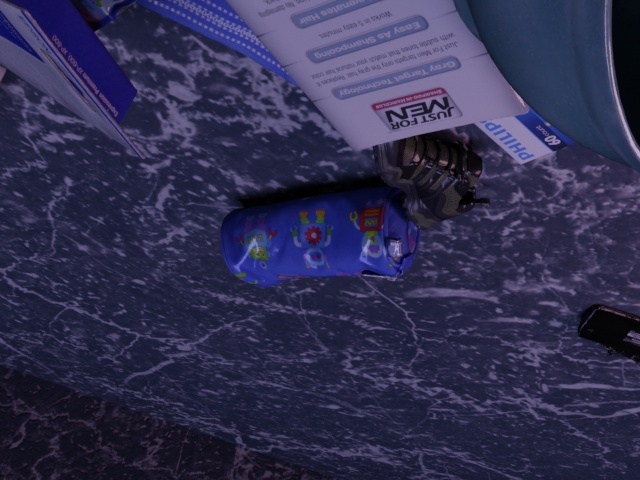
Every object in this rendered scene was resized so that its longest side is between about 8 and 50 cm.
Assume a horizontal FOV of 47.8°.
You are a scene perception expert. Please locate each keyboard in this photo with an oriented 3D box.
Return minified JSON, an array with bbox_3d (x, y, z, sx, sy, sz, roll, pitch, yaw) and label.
[{"bbox_3d":[0.520,0.159,1.212,0.192,0.038,0.100,19,126,-7],"label":"keyboard"}]

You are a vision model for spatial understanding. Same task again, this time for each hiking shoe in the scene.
[{"bbox_3d":[0.137,-0.101,0.890,0.114,0.086,0.227,-15,147,19],"label":"hiking shoe"}]

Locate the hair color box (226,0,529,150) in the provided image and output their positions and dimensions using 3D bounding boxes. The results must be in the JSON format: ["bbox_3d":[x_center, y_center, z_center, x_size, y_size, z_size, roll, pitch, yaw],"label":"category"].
[{"bbox_3d":[0.017,-0.242,0.576,0.185,0.114,0.374,-7,142,37],"label":"hair color box"}]

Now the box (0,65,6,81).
[{"bbox_3d":[-0.485,-0.181,0.918,0.114,0.103,0.203,29,164,-25],"label":"box"}]

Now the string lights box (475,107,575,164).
[{"bbox_3d":[0.266,-0.177,0.693,0.133,0.077,0.259,32,145,-30],"label":"string lights box"}]

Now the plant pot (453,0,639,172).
[{"bbox_3d":[0.206,-0.195,0.468,0.293,0.293,0.196,40,176,-37],"label":"plant pot"}]

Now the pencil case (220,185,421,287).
[{"bbox_3d":[0.000,0.000,1.050,0.306,0.133,0.119,-6,178,32],"label":"pencil case"}]

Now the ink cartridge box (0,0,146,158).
[{"bbox_3d":[-0.296,-0.216,0.701,0.371,0.069,0.176,34,165,37],"label":"ink cartridge box"}]

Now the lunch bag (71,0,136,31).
[{"bbox_3d":[-0.239,-0.271,0.698,0.151,0.096,0.129,0,133,54],"label":"lunch bag"}]

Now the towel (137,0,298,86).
[{"bbox_3d":[-0.058,-0.291,0.675,0.243,0.040,0.336,24,149,-15],"label":"towel"}]
